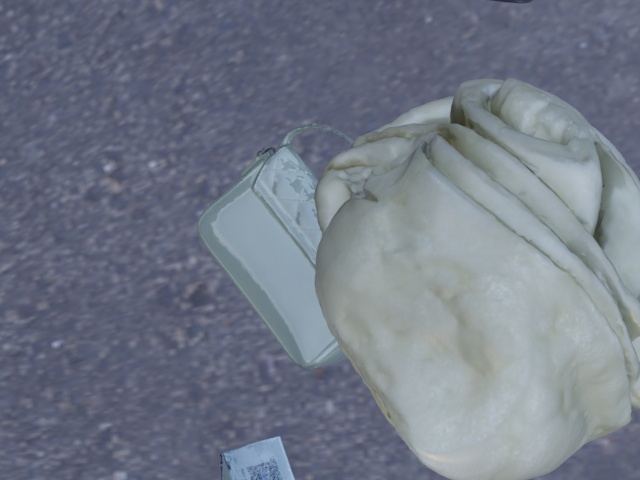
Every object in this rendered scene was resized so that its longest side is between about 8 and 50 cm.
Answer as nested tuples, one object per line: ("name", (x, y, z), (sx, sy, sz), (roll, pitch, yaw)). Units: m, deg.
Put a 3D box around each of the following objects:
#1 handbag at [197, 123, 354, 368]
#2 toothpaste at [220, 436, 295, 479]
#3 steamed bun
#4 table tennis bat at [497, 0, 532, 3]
("handbag", (0.000, 0.000, 1.947), (0.256, 0.219, 0.079), (53, 19, 16))
("toothpaste", (-0.059, 0.318, 1.770), (0.067, 0.336, 0.081), (-15, 58, -11))
("steamed bun", (0.140, 0.008, 1.184), (0.276, 0.203, 0.289), (58, 26, 12))
("table tennis bat", (0.114, -0.273, 1.798), (0.236, 0.150, 0.027), (4, 104, -22))
